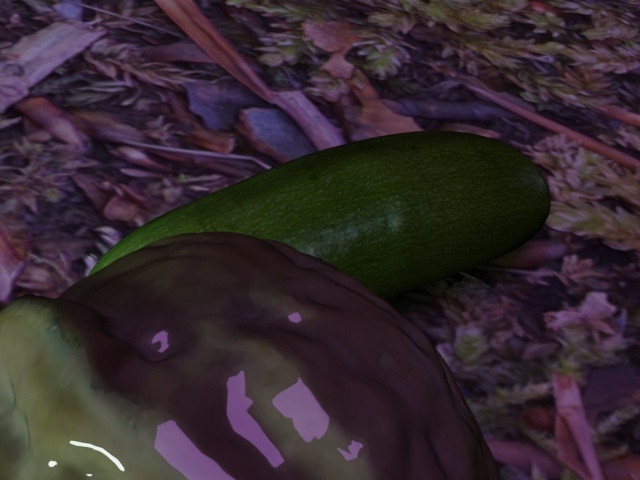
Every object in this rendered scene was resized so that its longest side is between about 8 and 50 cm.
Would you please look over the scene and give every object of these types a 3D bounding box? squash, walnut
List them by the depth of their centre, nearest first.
[{"bbox_3d":[-0.053,0.116,0.503,0.248,0.248,0.248,9,37,-6],"label":"walnut"},{"bbox_3d":[0.000,0.000,0.779,0.395,0.107,0.107,-19,47,-34],"label":"squash"}]
